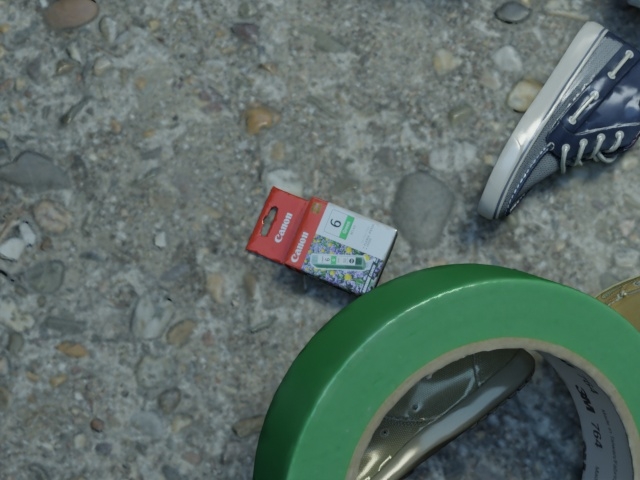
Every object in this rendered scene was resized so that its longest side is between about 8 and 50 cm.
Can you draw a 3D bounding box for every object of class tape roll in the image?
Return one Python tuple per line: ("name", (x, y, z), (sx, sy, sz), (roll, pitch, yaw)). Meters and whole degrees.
("tape roll", (0.113, 0.179, 0.959), (0.321, 0.077, 0.321), (-3, 98, -19))

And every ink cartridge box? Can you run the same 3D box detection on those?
("ink cartridge box", (0.000, 0.000, 1.092), (0.115, 0.029, 0.063), (22, 84, 7))

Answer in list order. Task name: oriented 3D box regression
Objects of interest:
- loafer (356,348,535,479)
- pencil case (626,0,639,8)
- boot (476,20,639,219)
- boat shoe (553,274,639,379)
("loafer", (0.042, 0.149, 1.035), (0.268, 0.102, 0.092), (-35, 79, -11))
("pencil case", (0.384, -0.216, 1.058), (0.273, 0.113, 0.124), (17, 53, 7))
("boot", (0.208, -0.084, 1.069), (0.086, 0.069, 0.190), (31, 83, 11))
("boat shoe", (0.267, 0.052, 1.042), (0.190, 0.072, 0.068), (-32, 80, -1))
